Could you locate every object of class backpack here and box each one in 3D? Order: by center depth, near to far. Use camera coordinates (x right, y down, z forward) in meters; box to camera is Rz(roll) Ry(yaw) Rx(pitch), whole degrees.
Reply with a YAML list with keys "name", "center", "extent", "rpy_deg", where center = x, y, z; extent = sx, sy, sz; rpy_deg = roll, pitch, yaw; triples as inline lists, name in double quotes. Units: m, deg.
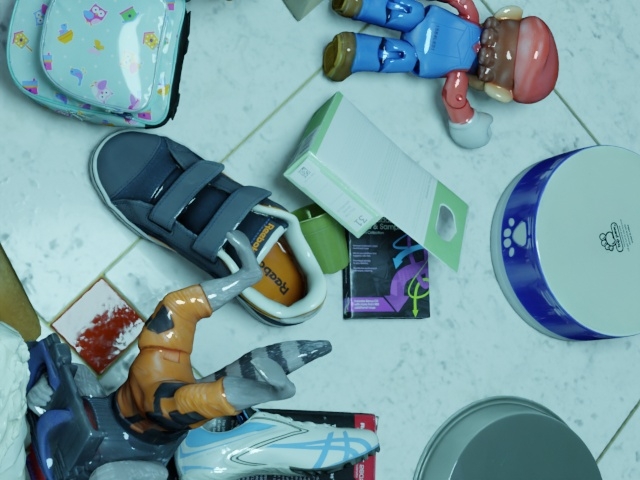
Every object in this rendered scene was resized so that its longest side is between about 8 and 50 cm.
- name: "backpack"
  center: [-0.250, -0.212, 1.063]
  extent: [0.188, 0.144, 0.166]
  rpy_deg: [10, 93, -1]

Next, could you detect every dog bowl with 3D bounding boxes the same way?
- name: "dog bowl"
  center: [0.373, 0.005, 1.325]
  extent: [0.264, 0.104, 0.265]
  rpy_deg: [3, 81, -22]

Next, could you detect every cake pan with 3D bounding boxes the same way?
- name: "cake pan"
  center: [0.257, 0.351, 1.257]
  extent: [0.293, 0.054, 0.293]
  rpy_deg: [3, 82, -23]

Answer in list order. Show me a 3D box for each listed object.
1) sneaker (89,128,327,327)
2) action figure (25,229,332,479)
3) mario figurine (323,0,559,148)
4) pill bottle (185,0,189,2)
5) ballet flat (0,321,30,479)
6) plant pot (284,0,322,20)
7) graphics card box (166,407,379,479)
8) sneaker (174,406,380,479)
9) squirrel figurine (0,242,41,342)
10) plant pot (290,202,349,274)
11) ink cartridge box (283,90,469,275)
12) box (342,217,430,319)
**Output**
- name: "sneaker"
  center: [-0.118, -0.023, 1.112]
  extent: [0.321, 0.127, 0.126]
  rpy_deg: [38, 71, -12]
- name: "action figure"
  center: [-0.146, 0.197, 0.893]
  extent: [0.178, 0.330, 0.341]
  rpy_deg: [29, 26, -45]
- name: "mario figurine"
  center: [0.163, -0.247, 1.283]
  extent: [0.320, 0.198, 0.170]
  rpy_deg: [10, 38, -14]
- name: "pill bottle"
  center: [-0.205, -0.354, 1.115]
  extent: [0.245, 0.130, 0.130]
  rpy_deg: [13, 78, -20]
- name: "ballet flat"
  center: [-0.360, 0.242, 0.902]
  extent: [0.147, 0.147, 0.409]
  rpy_deg: [36, 107, -15]
- name: "plant pot"
  center: [-0.015, -0.365, 1.217]
  extent: [0.096, 0.109, 0.109]
  rpy_deg: [44, 69, 1]
- name: "graphics card box"
  center: [-0.120, 0.302, 1.082]
  extent: [0.370, 0.094, 0.233]
  rpy_deg: [6, 79, -23]
- name: "sneaker"
  center: [-0.041, 0.216, 1.036]
  extent: [0.237, 0.085, 0.086]
  rpy_deg: [2, 71, -26]
- name: "squirrel figurine"
  center: [-0.522, -0.002, 0.899]
  extent: [0.370, 0.281, 0.397]
  rpy_deg: [-27, 80, -13]
- name: "plant pot"
  center: [0.000, 0.000, 1.189]
  extent: [0.083, 0.083, 0.079]
  rpy_deg: [-24, 105, -24]
- name: "ink cartridge box"
  center: [0.076, -0.061, 1.187]
  extent: [0.235, 0.056, 0.171]
  rpy_deg: [41, 33, -13]
- name: "box"
  center: [0.084, 0.020, 1.242]
  extent: [0.116, 0.029, 0.162]
  rpy_deg: [1, 81, -23]
